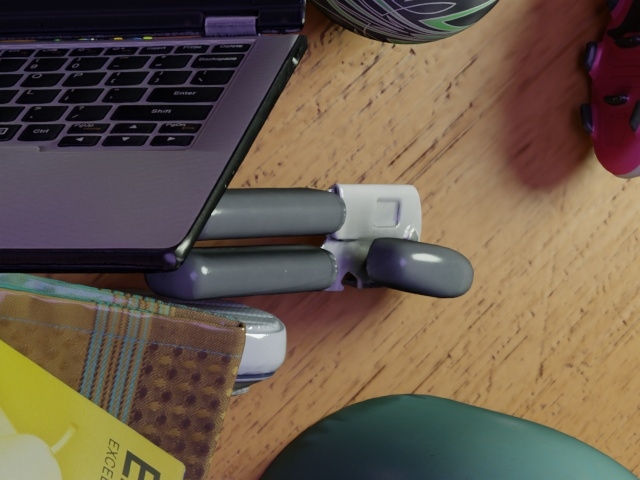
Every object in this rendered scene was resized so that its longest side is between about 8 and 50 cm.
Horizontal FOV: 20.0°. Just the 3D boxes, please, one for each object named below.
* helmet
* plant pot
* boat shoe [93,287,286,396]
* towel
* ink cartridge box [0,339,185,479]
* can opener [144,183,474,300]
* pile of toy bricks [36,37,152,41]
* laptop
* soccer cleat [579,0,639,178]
[{"bbox_3d":[0.053,-0.212,1.217,0.169,0.169,0.162,41,54,-19],"label":"helmet"},{"bbox_3d":[0.115,0.249,1.182,0.293,0.235,0.293,2,87,-27],"label":"plant pot"},{"bbox_3d":[-0.170,0.087,1.134,0.302,0.109,0.094,-1,103,-18],"label":"boat shoe"},{"bbox_3d":[-0.248,0.135,1.052,0.370,0.040,0.272,11,103,-20],"label":"towel"},{"bbox_3d":[-0.160,0.204,0.928,0.307,0.072,0.304,35,37,-22],"label":"ink cartridge box"},{"bbox_3d":[0.000,0.000,1.179,0.280,0.093,0.074,0,98,-52],"label":"can opener"},{"bbox_3d":[-0.137,-0.094,1.161,0.105,0.118,0.212,17,61,-53],"label":"pile of toy bricks"},{"bbox_3d":[-0.214,-0.178,0.937,0.381,0.408,0.236,0,118,13],"label":"laptop"},{"bbox_3d":[0.295,-0.195,1.362,0.143,0.116,0.331,17,79,-24],"label":"soccer cleat"}]
